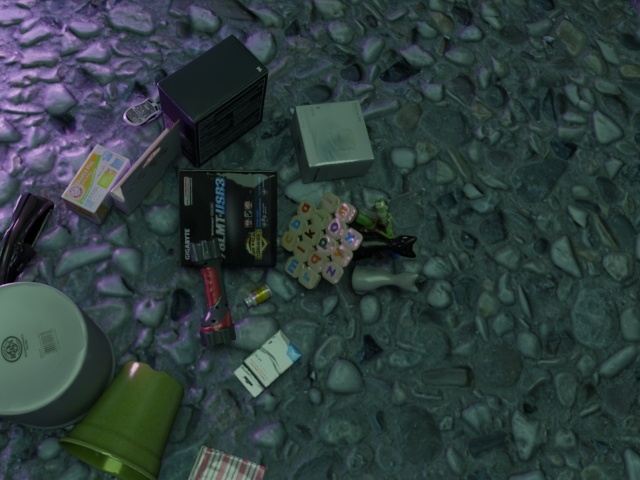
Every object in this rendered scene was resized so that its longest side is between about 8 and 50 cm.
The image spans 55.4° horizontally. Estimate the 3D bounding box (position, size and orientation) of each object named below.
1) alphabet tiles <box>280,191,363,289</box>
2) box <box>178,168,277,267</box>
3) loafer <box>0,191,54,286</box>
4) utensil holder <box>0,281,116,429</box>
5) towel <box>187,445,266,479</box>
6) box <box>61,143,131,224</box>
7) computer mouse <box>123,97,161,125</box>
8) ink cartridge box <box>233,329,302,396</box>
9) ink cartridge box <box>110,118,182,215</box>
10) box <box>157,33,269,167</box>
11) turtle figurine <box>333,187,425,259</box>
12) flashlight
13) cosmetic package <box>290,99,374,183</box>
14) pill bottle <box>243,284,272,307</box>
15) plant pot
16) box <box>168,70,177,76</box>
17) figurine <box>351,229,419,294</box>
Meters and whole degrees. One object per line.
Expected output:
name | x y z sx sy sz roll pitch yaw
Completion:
alphabet tiles | 0.000 0.000 1.861 0.278 0.021 0.284 33 97 38
box | -0.277 -0.067 1.841 0.293 0.073 0.296 1 97 -8
loafer | -0.858 0.002 1.767 0.095 0.109 0.303 11 66 -11
utensil holder | -0.711 0.298 1.537 0.327 0.385 0.328 3 71 -8
towel | -0.264 0.665 1.681 0.196 0.029 0.144 20 68 -3
box | -0.677 -0.169 1.857 0.114 0.103 0.203 25 68 -1
computer mouse | -0.561 -0.432 2.006 0.193 0.042 0.106 -38 86 -26
ink cartridge box | -0.155 0.362 1.789 0.180 0.060 0.104 -40 82 -20
ink cartridge box | -0.523 -0.228 1.833 0.060 0.239 0.275 34 68 2
box | -0.333 -0.432 1.911 0.296 0.294 0.183 -41 82 -21
turtle figurine | 0.176 -0.097 1.939 0.266 0.198 0.275 18 112 5
flashlight | -0.320 0.150 1.766 0.103 0.103 0.304 -11 94 -5
cosmetic package | 0.036 -0.328 2.027 0.224 0.138 0.224 -9 73 -15
pill bottle | -0.191 0.171 1.858 0.083 0.043 0.043 -30 79 -19
plant pot | -0.494 0.470 1.604 0.275 0.276 0.254 24 57 -1
box | -0.417 -0.543 2.076 0.162 0.029 0.116 -27 78 -19
figurine | 0.196 0.071 1.854 0.209 0.215 0.092 2 33 19
